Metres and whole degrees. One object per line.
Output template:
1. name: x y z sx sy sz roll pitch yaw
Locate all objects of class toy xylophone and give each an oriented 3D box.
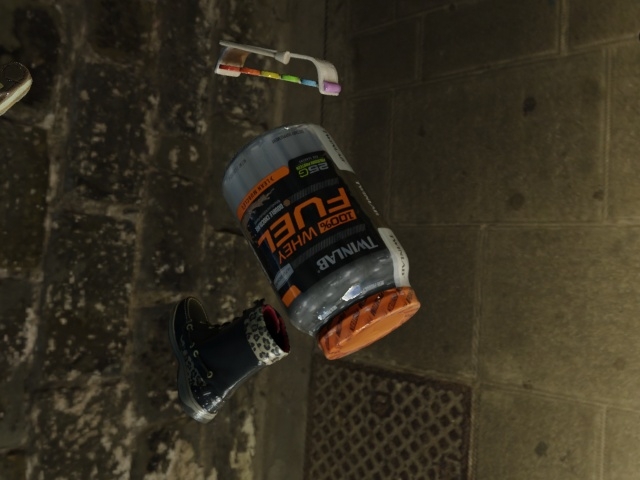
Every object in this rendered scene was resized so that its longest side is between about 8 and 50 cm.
1. toy xylophone: -0.119 -0.427 1.491 0.323 0.236 0.081 18 106 27

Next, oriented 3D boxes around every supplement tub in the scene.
1. supplement tub: 0.000 0.000 0.953 0.207 0.207 0.338 -44 67 32

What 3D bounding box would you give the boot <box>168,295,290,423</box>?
1. boot: -0.143 0.142 0.940 0.179 0.085 0.236 -38 39 13

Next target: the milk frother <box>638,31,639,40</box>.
1. milk frother: 0.529 -0.279 0.790 0.134 0.129 0.143 55 133 25

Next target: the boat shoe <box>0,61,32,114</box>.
1. boat shoe: -0.580 -0.229 1.050 0.068 0.190 0.072 48 157 3
